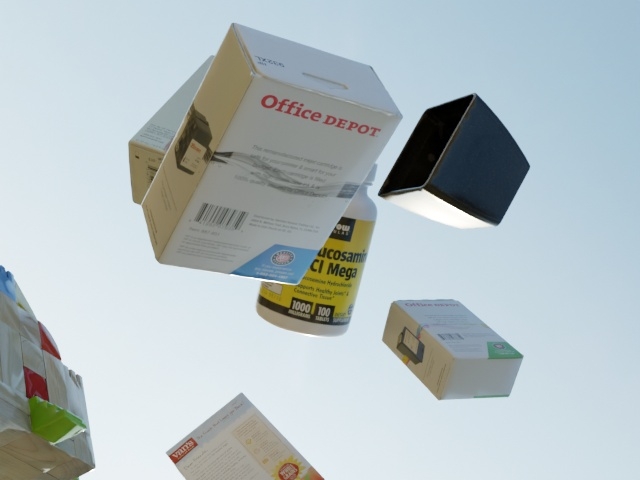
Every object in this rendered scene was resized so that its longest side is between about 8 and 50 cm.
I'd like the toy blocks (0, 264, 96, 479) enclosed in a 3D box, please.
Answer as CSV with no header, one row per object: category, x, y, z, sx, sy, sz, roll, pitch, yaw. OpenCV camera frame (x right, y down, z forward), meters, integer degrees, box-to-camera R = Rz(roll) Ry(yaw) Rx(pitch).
toy blocks,-0.421,0.150,1.305,0.381,0.191,0.261,53,14,-53

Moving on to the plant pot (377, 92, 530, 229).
plant pot,0.239,-0.116,1.755,0.167,0.187,0.188,34,-13,-18

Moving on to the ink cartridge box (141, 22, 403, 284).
ink cartridge box,-0.071,-0.104,1.355,0.307,0.223,0.129,-58,-143,30

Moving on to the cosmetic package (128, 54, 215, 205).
cosmetic package,-0.217,-0.189,1.874,0.129,0.296,0.153,20,-42,14

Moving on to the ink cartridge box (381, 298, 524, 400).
ink cartridge box,0.229,0.189,1.819,0.212,0.154,0.093,46,-53,52

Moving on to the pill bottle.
pill bottle,0.000,0.000,1.937,0.188,0.188,0.334,23,-77,48

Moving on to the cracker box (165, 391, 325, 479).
cracker box,-0.110,0.360,1.574,0.232,0.156,0.067,39,-20,41
